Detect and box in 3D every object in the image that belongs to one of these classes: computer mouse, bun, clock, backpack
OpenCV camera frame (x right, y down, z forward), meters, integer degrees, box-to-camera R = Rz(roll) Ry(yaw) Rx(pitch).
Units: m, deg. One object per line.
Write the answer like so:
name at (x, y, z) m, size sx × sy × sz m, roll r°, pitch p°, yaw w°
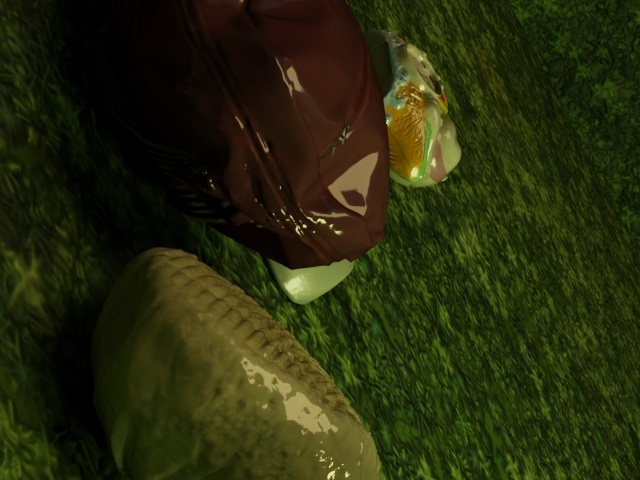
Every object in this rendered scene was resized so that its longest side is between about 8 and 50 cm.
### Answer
computer mouse at (0.000, 0.000, 1.454) m, size 0.181 × 0.056 × 0.089 m, roll -36°, pitch 106°, yaw -71°
bun at (-0.064, 0.112, 1.025) m, size 0.220 × 0.134 × 0.220 m, roll 44°, pitch 2°, yaw -2°
clock at (0.096, -0.146, 1.806) m, size 0.144 × 0.103 × 0.231 m, roll 42°, pitch 28°, yaw -33°
backpack at (-0.054, -0.104, 1.196) m, size 0.283 × 0.197 × 0.317 m, roll 57°, pitch 10°, yaw -30°
